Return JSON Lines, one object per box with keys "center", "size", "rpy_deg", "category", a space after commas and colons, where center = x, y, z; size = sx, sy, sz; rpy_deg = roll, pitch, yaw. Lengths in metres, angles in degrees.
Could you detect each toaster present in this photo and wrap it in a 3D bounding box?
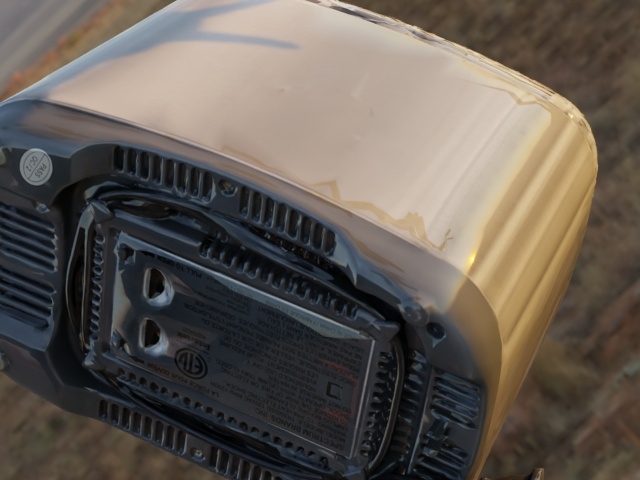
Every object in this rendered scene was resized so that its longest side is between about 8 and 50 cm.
{"center": [0.000, 0.000, 0.551], "size": [0.146, 0.227, 0.129], "rpy_deg": [-51, -24, -47], "category": "toaster"}
